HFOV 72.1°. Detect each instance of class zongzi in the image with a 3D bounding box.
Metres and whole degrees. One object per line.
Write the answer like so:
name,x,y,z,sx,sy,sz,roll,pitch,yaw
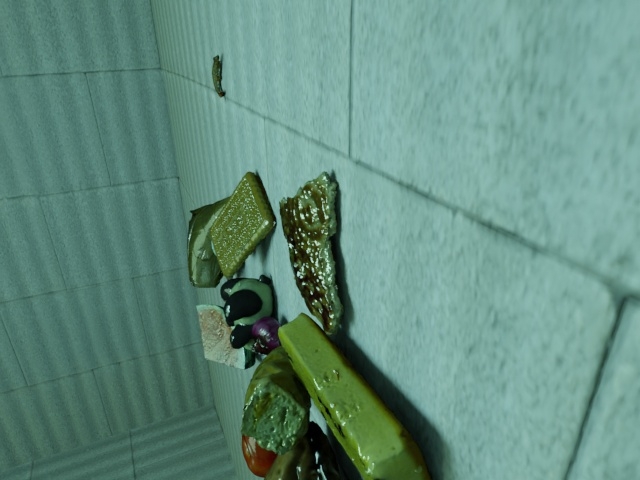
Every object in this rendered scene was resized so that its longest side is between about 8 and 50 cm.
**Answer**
zongzi,-0.318,0.009,1.359,0.300,0.145,0.273,-12,74,57

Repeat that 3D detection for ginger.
ginger,-0.035,0.522,0.851,0.269,0.223,0.200,52,168,38

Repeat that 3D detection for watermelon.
watermelon,-0.332,0.337,1.555,0.256,0.176,0.259,132,128,-65

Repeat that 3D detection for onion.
onion,-0.127,0.248,1.096,0.115,0.105,0.115,31,137,34

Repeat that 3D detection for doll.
doll,-0.193,0.203,1.187,0.143,0.135,0.234,-120,27,-57

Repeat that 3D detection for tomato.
tomato,-0.159,0.598,1.308,0.195,0.136,0.194,171,90,-66

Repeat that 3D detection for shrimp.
shrimp,-0.286,-0.459,1.231,0.127,0.025,0.090,116,137,-64

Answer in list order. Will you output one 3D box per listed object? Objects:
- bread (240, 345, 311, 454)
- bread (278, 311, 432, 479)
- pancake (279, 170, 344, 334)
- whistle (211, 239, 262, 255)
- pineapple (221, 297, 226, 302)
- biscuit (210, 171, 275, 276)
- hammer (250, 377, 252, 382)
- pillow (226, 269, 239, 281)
bread,-0.081,0.311,0.906,0.267,0.130,0.151,-93,2,-86
bread,0.039,0.256,0.689,0.361,0.077,0.138,37,151,59
pancake,0.000,0.000,0.750,0.265,0.057,0.244,58,142,33
whistle,-0.223,-0.001,1.238,0.223,0.123,0.122,-15,87,47
pineapple,-0.318,0.219,1.605,0.114,0.077,0.114,99,157,-70
biscuit,-0.208,-0.038,1.118,0.254,0.029,0.172,-47,55,35
hammer,-0.219,0.583,1.552,0.116,0.070,0.193,119,140,-60
pillow,-0.308,0.067,1.529,0.232,0.038,0.130,132,131,-58
